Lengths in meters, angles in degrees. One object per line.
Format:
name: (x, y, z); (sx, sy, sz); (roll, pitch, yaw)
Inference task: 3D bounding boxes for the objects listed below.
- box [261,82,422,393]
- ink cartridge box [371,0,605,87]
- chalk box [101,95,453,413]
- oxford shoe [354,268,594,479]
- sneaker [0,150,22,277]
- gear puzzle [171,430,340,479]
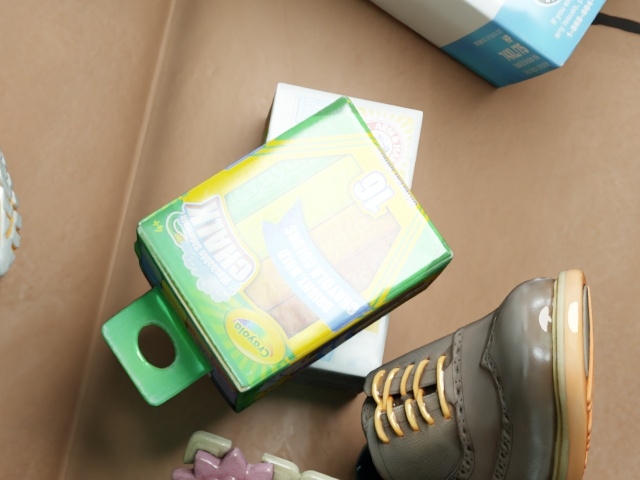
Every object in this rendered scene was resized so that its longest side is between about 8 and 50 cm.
box: (0.000, 0.000, 1.317); (0.114, 0.103, 0.203); (10, 78, -4)
ink cartridge box: (0.094, -0.272, 1.307); (0.270, 0.197, 0.198); (33, 87, -7)
chalk box: (-0.041, 0.025, 1.187); (0.213, 0.132, 0.132); (-33, 83, -11)
oxford shoe: (0.096, 0.120, 1.176); (0.132, 0.364, 0.130); (6, 63, -3)
sneaker: (-0.277, -0.067, 1.313); (0.083, 0.084, 0.215); (-19, 72, -8)
gear puzzle: (0.041, 0.259, 1.248); (0.339, 0.044, 0.175); (20, 122, -2)
